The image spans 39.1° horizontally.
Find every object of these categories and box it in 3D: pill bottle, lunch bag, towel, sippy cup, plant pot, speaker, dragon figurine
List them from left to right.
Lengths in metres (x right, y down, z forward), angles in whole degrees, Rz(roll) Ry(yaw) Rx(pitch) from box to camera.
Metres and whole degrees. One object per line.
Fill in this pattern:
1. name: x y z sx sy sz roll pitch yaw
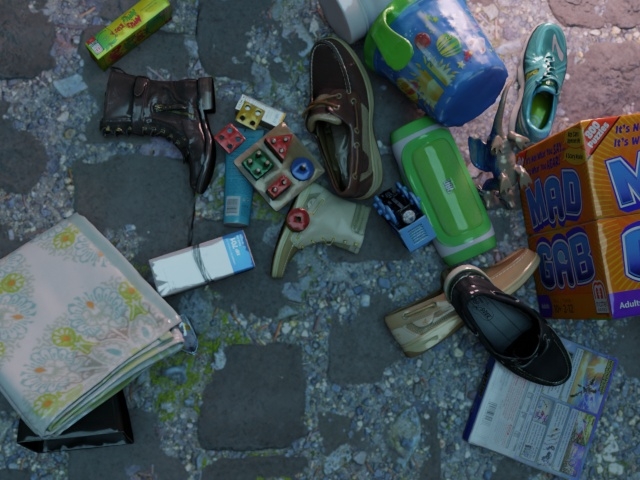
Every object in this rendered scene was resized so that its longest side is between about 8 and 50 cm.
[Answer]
1. towel: -0.475 0.146 1.660 0.320 0.090 0.374 -35 62 -26
2. plant pot: -0.459 0.301 1.706 0.188 0.187 0.167 -4 72 -6
3. lunch bag: -0.271 0.189 1.783 0.053 0.071 0.083 -28 89 -9
4. pill bottle: 0.166 -0.541 1.834 0.334 0.188 0.188 -31 89 -7
5. sippy cup: 0.239 -0.351 1.769 0.305 0.240 0.224 -25 63 -20
6. speaker: 0.249 -0.103 1.838 0.131 0.131 0.296 -24 88 -8
7. dragon figurine: 0.354 -0.179 1.821 0.085 0.144 0.289 -20 110 -12

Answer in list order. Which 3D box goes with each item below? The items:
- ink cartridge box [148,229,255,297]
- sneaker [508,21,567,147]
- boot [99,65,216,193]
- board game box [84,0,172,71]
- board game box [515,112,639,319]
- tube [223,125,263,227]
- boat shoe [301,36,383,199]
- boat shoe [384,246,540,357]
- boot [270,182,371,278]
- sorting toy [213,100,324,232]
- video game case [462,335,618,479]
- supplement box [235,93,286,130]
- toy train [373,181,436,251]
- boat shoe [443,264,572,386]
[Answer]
1. ink cartridge box: -0.230 0.049 1.764 0.191 0.139 0.082 -17 88 -7
2. sneaker: 0.472 -0.328 1.889 0.107 0.110 0.275 10 84 -5
3. boot: -0.328 -0.221 1.814 0.229 0.091 0.263 -1 81 -1
4. board game box: -0.383 -0.422 1.811 0.181 0.092 0.043 -40 92 -8
5. board game box: 0.630 -0.046 1.757 0.356 0.356 0.356 -8 86 -7
6. tube: -0.164 -0.131 1.836 0.080 0.052 0.207 6 79 -11
7. boat shoe: 0.031 -0.247 1.803 0.123 0.123 0.342 -13 85 37
8. boat shoe: 0.290 0.102 1.827 0.341 0.121 0.110 -34 90 -7
9. boot: 0.000 0.000 1.829 0.165 0.077 0.213 23 83 -6
10. sorting toy: -0.085 -0.156 1.776 0.132 0.046 0.274 -40 89 -13
11. video game case: 0.451 0.327 1.856 0.244 0.061 0.269 21 84 -3
12. supplement box: -0.123 -0.258 1.841 0.098 0.062 0.036 24 85 -3
13. toy train: 0.164 -0.049 1.802 0.080 0.184 0.105 -30 108 -2
14. boat shoe: 0.377 0.184 1.733 0.127 0.113 0.340 -41 109 6
